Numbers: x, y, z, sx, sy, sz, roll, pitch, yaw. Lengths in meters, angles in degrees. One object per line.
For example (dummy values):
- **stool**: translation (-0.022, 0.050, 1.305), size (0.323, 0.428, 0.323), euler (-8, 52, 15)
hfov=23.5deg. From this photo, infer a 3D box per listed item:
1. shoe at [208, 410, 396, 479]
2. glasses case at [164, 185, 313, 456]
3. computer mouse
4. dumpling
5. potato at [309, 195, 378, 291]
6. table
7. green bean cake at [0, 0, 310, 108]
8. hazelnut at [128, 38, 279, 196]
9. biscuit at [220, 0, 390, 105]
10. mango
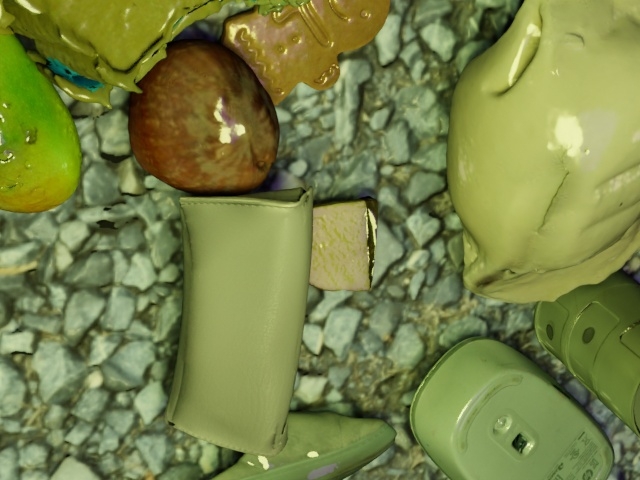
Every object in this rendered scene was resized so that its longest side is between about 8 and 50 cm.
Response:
- **shoe**: translation (-0.042, 0.226, 1.614), size (0.251, 0.103, 0.100), euler (-21, 74, -27)
- **glasses case**: translation (-0.079, 0.069, 1.485), size (0.128, 0.083, 0.308), euler (6, 123, -2)
- **computer mouse**: translation (0.206, 0.215, 1.699), size (0.159, 0.097, 0.288), euler (-52, 128, -6)
- **dumpling**: translation (0.282, -0.091, 1.538), size (0.315, 0.233, 0.395), euler (0, 122, -18)
- **potato**: translation (0.000, 0.000, 1.550), size (0.103, 0.066, 0.096), euler (3, 94, -18)
- **table**: translation (0.331, 0.117, 1.638), size (0.126, 0.220, 0.126), euler (-8, 115, -18)
- **green bean cake**: translation (-0.145, -0.253, 1.313), size (0.310, 0.202, 0.285), euler (-52, 129, -8)
- **hazelnut**: translation (-0.106, -0.112, 1.425), size (0.143, 0.143, 0.154), euler (-21, 117, -13)
- **biscuit**: translation (-0.008, -0.209, 1.487), size (0.184, 0.027, 0.133), euler (-25, 116, -11)
- **mango**: translation (-0.295, -0.118, 1.354), size (0.111, 0.125, 0.233), euler (-10, 130, 23)
